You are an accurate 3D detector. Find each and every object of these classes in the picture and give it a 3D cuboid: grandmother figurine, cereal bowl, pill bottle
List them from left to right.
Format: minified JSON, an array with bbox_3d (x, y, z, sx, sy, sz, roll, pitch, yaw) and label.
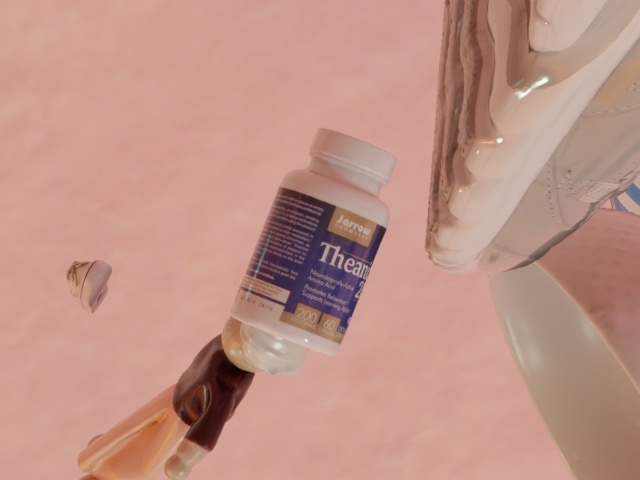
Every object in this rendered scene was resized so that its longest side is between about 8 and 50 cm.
[{"bbox_3d":[-0.133,0.171,1.968,0.342,0.104,0.208,-45,29,30],"label":"grandmother figurine"},{"bbox_3d":[0.000,0.000,1.060,0.067,0.067,0.120,21,88,20],"label":"pill bottle"},{"bbox_3d":[0.263,0.118,1.347,0.141,0.339,0.339,-27,78,-7],"label":"cereal bowl"}]

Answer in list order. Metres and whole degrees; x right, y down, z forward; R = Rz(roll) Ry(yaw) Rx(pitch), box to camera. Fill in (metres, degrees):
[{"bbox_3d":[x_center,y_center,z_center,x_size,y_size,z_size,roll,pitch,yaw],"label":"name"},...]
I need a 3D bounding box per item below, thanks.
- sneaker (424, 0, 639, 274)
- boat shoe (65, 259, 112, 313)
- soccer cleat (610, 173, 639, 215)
[{"bbox_3d":[0.098,-0.053,0.515,0.115,0.281,0.105,8,72,-6],"label":"sneaker"},{"bbox_3d":[-0.195,0.033,1.538,0.035,0.100,0.035,32,76,2],"label":"boat shoe"},{"bbox_3d":[0.346,-0.016,1.782,0.143,0.116,0.331,-6,110,33],"label":"soccer cleat"}]
